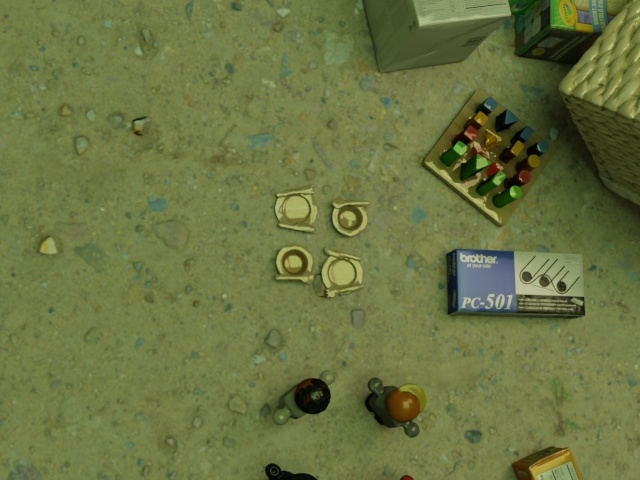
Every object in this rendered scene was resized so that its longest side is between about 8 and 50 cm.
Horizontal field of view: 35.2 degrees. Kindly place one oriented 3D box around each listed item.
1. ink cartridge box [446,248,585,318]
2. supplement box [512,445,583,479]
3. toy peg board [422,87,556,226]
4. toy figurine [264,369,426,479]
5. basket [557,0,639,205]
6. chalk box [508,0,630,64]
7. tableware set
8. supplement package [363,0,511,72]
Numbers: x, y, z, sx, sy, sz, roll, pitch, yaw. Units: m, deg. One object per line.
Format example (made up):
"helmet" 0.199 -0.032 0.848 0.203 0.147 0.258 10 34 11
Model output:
"ink cartridge box" 0.296 0.067 1.531 0.207 0.046 0.097 2 78 -13
"supplement box" 0.361 0.421 1.463 0.080 0.078 0.233 -17 83 -12
"toy peg board" 0.272 -0.136 1.547 0.161 0.079 0.160 39 74 -4
"toy figurine" 0.035 0.285 1.375 0.213 0.148 0.209 10 77 -11
"basket" 0.571 -0.207 1.432 0.331 0.328 0.266 -50 130 -3
"chalk box" 0.388 -0.365 1.589 0.213 0.132 0.132 7 78 -13
"tableware set" 0.000 0.000 1.488 0.141 0.020 0.168 6 78 -12
"supplement package" 0.160 -0.386 1.508 0.149 0.194 0.203 -10 83 -15
